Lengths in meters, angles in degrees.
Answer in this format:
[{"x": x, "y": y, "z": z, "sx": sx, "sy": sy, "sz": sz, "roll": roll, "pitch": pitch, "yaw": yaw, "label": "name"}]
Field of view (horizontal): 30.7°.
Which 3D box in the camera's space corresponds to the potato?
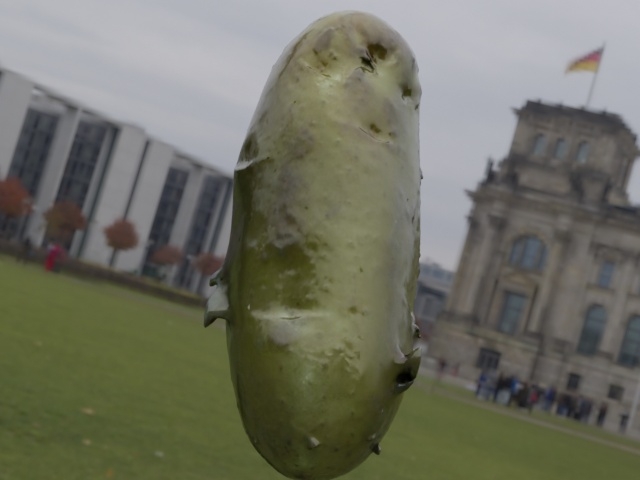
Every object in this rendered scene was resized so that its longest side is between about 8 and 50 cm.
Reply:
[{"x": 0.000, "y": 0.000, "z": 0.469, "sx": 0.085, "sy": 0.188, "sz": 0.105, "roll": 9, "pitch": -7, "yaw": -15, "label": "potato"}]
